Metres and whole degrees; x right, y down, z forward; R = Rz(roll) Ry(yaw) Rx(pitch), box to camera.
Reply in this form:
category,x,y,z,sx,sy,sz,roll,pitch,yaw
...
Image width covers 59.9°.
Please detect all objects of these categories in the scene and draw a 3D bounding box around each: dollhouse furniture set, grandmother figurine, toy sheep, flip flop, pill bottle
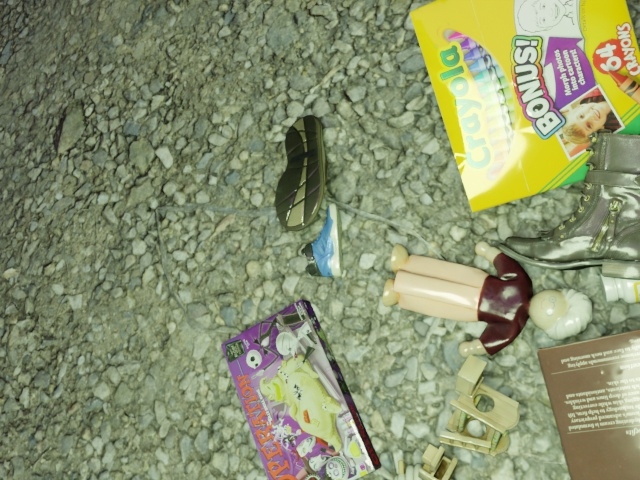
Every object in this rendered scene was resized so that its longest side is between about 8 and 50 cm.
category,x,y,z,sx,sy,sz,roll,pitch,yaw
dollhouse furniture set,0.233,0.303,0.858,0.101,0.181,0.161,25,58,26
grandmother figurine,0.284,0.104,0.966,0.343,0.104,0.207,8,89,27
toy sheep,0.165,0.420,0.942,0.132,0.091,0.091,-9,73,16
flip flop,-0.029,-0.141,1.178,0.112,0.080,0.277,-14,57,24
pill bottle,0.517,0.066,0.893,0.116,0.065,0.065,-12,72,19

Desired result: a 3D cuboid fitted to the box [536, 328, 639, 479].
category,x,y,z,sx,sy,sz,roll,pitch,yaw
box,0.444,0.239,0.803,0.169,0.167,0.203,-21,69,35

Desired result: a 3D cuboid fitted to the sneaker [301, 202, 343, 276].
category,x,y,z,sx,sy,sz,roll,pitch,yaw
sneaker,0.000,0.000,1.133,0.085,0.058,0.152,-4,82,13

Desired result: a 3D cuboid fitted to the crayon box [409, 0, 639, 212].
category,x,y,z,sx,sy,sz,roll,pitch,yaw
crayon box,0.360,-0.267,0.947,0.313,0.106,0.362,-17,96,17

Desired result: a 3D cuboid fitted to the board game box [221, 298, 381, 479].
category,x,y,z,sx,sy,sz,roll,pitch,yaw
board game box,-0.048,0.314,1.082,0.208,0.056,0.346,-33,67,17

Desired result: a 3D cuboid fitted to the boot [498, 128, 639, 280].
category,x,y,z,sx,sy,sz,roll,pitch,yaw
boot,0.427,-0.061,0.881,0.263,0.091,0.228,7,92,33
